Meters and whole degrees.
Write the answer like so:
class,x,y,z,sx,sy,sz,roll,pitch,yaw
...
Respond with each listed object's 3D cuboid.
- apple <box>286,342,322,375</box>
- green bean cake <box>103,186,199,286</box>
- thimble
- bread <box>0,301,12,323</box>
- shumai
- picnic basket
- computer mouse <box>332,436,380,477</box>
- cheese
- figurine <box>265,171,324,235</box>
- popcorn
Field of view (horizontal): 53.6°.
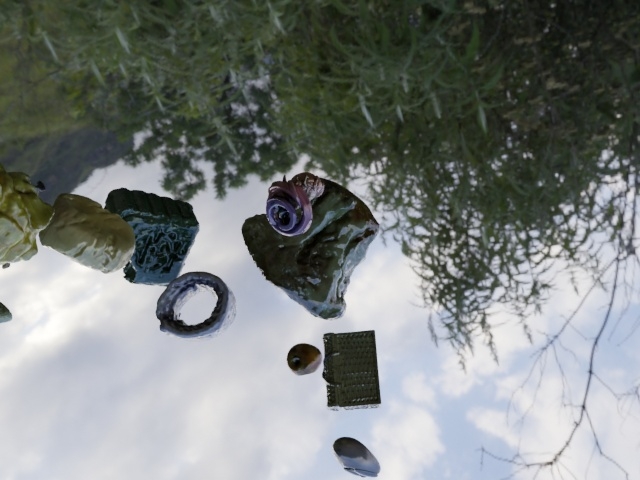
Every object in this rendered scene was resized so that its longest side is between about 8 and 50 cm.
class,x,y,z,sx,sy,sz,roll,pitch,yaw
apple,-0.049,0.370,1.990,0.114,0.099,0.102,-21,168,35
green bean cake,-0.591,0.003,2.128,0.300,0.308,0.169,10,-151,-33
thimble,-0.395,0.219,2.031,0.245,0.217,0.157,-27,163,-4
bread,-0.803,0.126,1.438,0.193,0.036,0.112,36,-166,15
shumai,0.000,0.000,1.791,0.323,0.324,0.397,-45,-111,8
picnic basket,0.079,0.350,1.693,0.154,0.134,0.196,-6,-109,4
computer mouse,0.057,0.367,1.055,0.066,0.096,0.039,-17,-153,47
cheese,-0.539,-0.011,1.480,0.117,0.214,0.226,-54,-151,13
figurine,-0.056,-0.098,1.371,0.126,0.114,0.157,-45,-160,54
popcorn,-0.520,-0.050,0.975,0.169,0.189,0.218,-46,-132,-4
